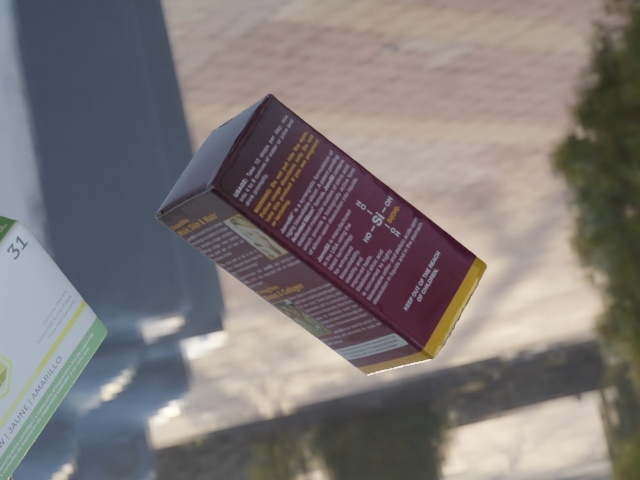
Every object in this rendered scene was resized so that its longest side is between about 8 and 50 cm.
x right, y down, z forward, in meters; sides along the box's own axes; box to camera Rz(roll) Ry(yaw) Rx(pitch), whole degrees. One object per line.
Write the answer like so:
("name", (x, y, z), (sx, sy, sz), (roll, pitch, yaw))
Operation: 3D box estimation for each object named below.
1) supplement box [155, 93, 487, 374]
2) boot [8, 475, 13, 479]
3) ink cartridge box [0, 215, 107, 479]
("supplement box", (0.000, 0.000, 1.235), (0.188, 0.081, 0.104), (38, 156, -14))
("boot", (-0.234, 0.164, 1.298), (0.042, 0.087, 0.118), (-15, -146, -10))
("ink cartridge box", (-0.242, 0.047, 1.117), (0.056, 0.171, 0.235), (14, 149, 36))
